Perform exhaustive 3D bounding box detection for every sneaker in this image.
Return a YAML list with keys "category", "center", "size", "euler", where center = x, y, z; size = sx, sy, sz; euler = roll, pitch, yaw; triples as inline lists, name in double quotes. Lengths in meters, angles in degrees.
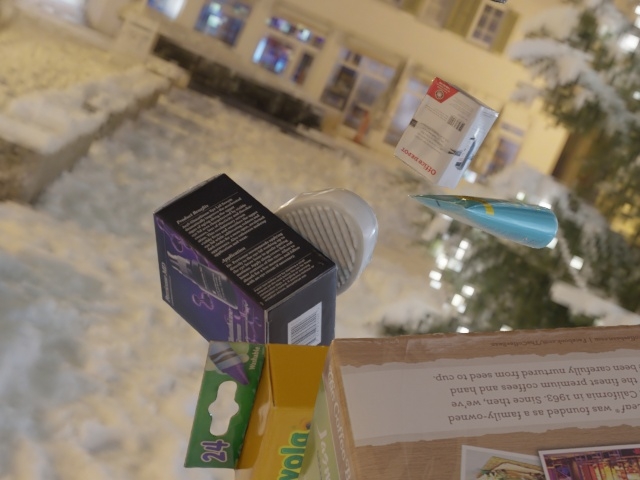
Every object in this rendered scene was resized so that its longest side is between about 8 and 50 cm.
- category: "sneaker"
  center: [0.000, 0.000, 1.621]
  size: [0.135, 0.150, 0.366]
  euler: [44, -29, -1]

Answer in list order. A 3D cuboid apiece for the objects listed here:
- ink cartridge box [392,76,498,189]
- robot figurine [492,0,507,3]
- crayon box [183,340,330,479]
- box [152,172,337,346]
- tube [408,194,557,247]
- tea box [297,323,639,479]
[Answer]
- category: "ink cartridge box"
  center: [0.185, -0.158, 1.901]
  size: [0.099, 0.135, 0.056]
  euler: [40, 17, 35]
- category: "robot figurine"
  center: [0.203, -0.425, 1.502]
  size: [0.291, 0.211, 0.085]
  euler: [60, 12, 13]
- category: "crayon box"
  center: [0.039, 0.199, 1.253]
  size: [0.322, 0.203, 0.083]
  euler: [4, 44, -12]
- category: "box"
  center: [-0.087, 0.048, 1.468]
  size: [0.108, 0.153, 0.207]
  euler: [-32, 53, -29]
- category: "tube"
  center: [0.197, -0.029, 1.488]
  size: [0.080, 0.052, 0.207]
  euler: [7, -2, 44]
- category: "tea box"
  center: [0.159, 0.236, 0.894]
  size: [0.329, 0.324, 0.220]
  euler: [-1, 51, -12]
